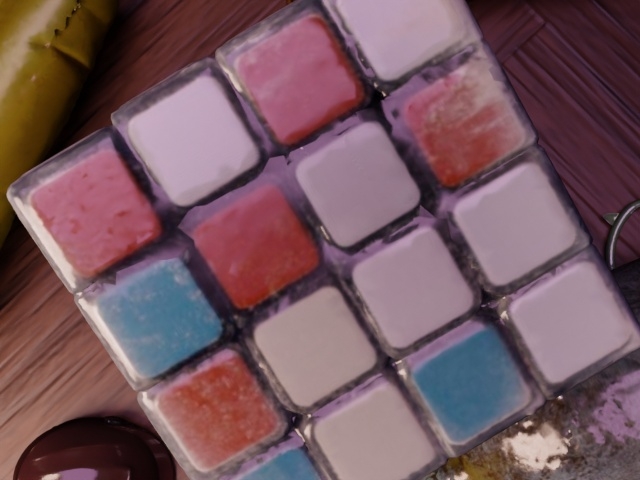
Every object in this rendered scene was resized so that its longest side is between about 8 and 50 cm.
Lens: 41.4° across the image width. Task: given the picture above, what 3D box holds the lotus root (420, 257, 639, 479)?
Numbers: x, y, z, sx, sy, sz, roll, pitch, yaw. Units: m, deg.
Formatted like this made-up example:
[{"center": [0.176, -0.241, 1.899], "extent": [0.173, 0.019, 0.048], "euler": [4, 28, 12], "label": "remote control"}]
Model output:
[{"center": [0.205, 0.105, 0.592], "extent": [0.322, 0.140, 0.158], "euler": [-26, 53, 3], "label": "lotus root"}]

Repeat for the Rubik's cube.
[{"center": [0.000, -0.001, 0.547], "extent": [0.253, 0.259, 0.256], "euler": [-30, 98, 1], "label": "Rubik's cube"}]

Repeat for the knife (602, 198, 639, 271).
[{"center": [0.270, -0.066, 0.673], "extent": [0.054, 0.015, 0.212], "euler": [19, 88, 8], "label": "knife"}]

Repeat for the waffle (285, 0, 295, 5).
[{"center": [0.095, -0.357, 0.685], "extent": [0.304, 0.077, 0.348], "euler": [-8, 85, 6], "label": "waffle"}]

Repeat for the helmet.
[{"center": [-0.183, 0.189, 0.663], "extent": [0.123, 0.070, 0.098], "euler": [1, 85, 6], "label": "helmet"}]

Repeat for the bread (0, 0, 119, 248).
[{"center": [-0.293, -0.086, 0.676], "extent": [0.166, 0.112, 0.383], "euler": [26, 89, 9], "label": "bread"}]
